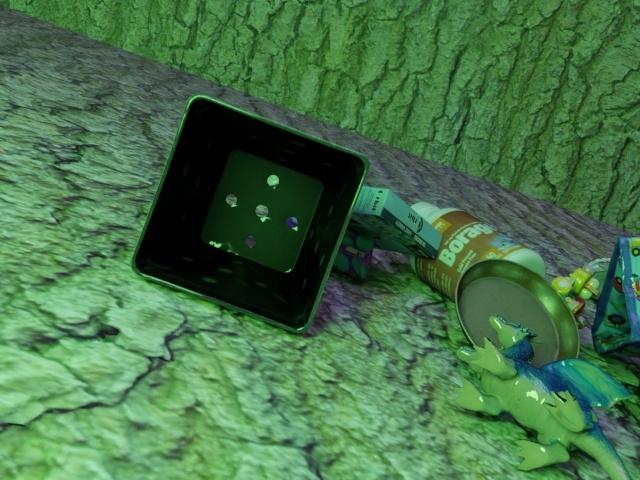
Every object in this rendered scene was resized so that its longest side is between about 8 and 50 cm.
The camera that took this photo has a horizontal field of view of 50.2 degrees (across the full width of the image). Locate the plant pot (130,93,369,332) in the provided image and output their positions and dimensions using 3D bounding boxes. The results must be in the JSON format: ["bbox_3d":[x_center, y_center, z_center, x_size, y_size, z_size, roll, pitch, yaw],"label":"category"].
[{"bbox_3d":[-0.068,-0.030,0.746,0.188,0.187,0.167,20,4,-1],"label":"plant pot"}]

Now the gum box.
[{"bbox_3d":[0.053,-0.032,0.951,0.184,0.041,0.157,11,-15,40],"label":"gum box"}]

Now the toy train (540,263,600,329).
[{"bbox_3d":[0.342,0.099,0.943,0.046,0.125,0.166,36,29,33],"label":"toy train"}]

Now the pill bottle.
[{"bbox_3d":[0.207,0.026,0.995,0.121,0.121,0.216,8,20,-39],"label":"pill bottle"}]

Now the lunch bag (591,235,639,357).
[{"bbox_3d":[0.490,0.110,0.897,0.221,0.138,0.293,-2,-25,13],"label":"lunch bag"}]

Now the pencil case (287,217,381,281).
[{"bbox_3d":[0.000,0.000,0.918,0.151,0.064,0.070,20,-9,0],"label":"pencil case"}]

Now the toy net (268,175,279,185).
[{"bbox_3d":[-0.055,-0.119,1.297,0.122,0.045,0.232,30,19,24],"label":"toy net"}]

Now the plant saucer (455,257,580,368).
[{"bbox_3d":[0.234,0.099,0.829,0.168,0.029,0.168,11,51,-14],"label":"plant saucer"}]

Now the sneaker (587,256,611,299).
[{"bbox_3d":[0.599,0.100,1.315,0.225,0.088,0.093,18,17,-10],"label":"sneaker"}]

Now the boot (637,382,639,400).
[{"bbox_3d":[0.502,0.196,0.846,0.207,0.094,0.246,25,21,5],"label":"boot"}]

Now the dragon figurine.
[{"bbox_3d":[0.225,0.157,0.641,0.144,0.085,0.289,6,20,-42],"label":"dragon figurine"}]
